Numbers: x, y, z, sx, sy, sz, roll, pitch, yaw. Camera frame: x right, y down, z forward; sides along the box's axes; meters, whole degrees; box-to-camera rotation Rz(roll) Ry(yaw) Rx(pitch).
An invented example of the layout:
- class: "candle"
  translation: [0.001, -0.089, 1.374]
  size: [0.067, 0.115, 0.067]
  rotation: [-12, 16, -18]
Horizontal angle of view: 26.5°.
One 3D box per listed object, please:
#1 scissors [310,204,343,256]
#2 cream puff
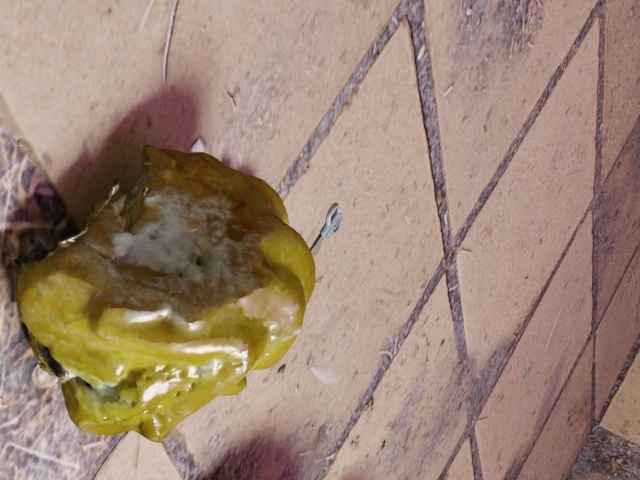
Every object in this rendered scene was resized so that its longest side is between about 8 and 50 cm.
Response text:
- class: "scissors"
  translation: [0.000, 0.000, 1.384]
  size: [0.083, 0.006, 0.036]
  rotation: [-56, 153, -26]
- class: "cream puff"
  translation: [-0.106, 0.051, 0.990]
  size: [0.221, 0.195, 0.194]
  rotation: [-45, 148, -35]
